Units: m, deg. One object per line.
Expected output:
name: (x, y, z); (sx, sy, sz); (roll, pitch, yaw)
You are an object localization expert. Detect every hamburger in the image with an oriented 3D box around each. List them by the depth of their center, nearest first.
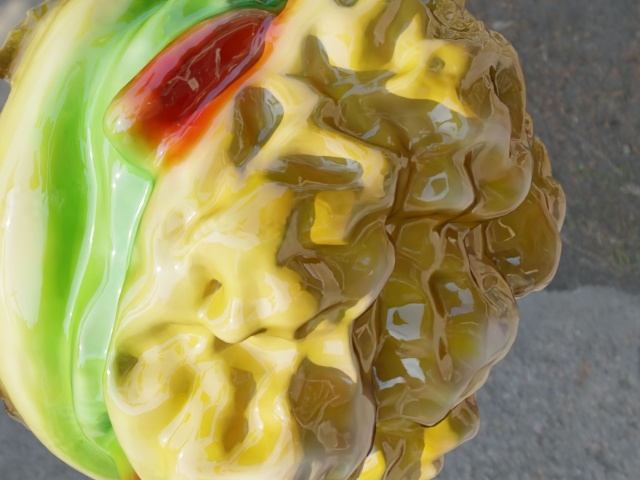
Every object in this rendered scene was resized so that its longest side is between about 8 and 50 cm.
hamburger: (0.000, 0.000, 0.437); (0.148, 0.237, 0.237); (18, 67, 32)
